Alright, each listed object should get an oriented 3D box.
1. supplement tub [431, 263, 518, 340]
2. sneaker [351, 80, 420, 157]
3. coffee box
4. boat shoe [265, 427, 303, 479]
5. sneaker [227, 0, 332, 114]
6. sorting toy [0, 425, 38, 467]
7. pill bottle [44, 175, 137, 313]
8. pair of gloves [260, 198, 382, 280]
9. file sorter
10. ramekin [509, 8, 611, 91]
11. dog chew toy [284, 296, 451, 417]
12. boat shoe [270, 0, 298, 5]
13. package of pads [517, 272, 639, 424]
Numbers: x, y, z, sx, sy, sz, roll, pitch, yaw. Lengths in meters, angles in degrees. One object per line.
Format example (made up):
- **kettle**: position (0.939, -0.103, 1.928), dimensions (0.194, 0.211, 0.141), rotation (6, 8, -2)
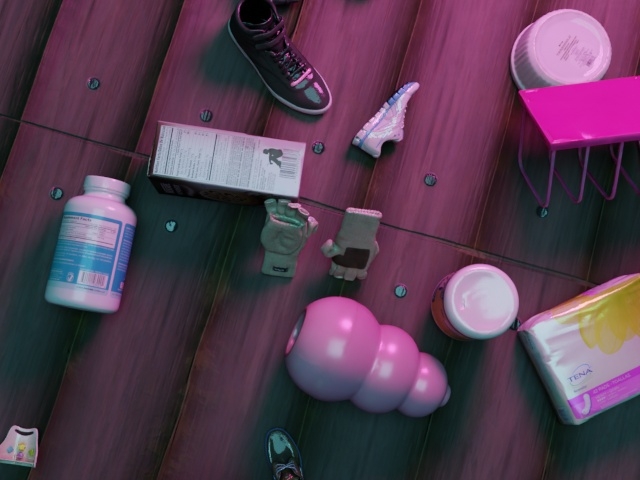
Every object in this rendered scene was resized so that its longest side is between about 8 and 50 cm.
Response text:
- **supplement tub**: position (0.300, 0.127, 1.663), dimensions (0.145, 0.199, 0.144), rotation (0, 82, -3)
- **sneaker**: position (0.155, -0.255, 1.783), dimensions (0.083, 0.071, 0.190), rotation (41, 91, -3)
- **coffee box**: position (-0.185, -0.145, 1.695), dimensions (0.297, 0.168, 0.118), rotation (8, 82, -1)
- **boat shoe**: position (-0.062, 0.464, 1.665), dimensions (0.066, 0.066, 0.183), rotation (-20, 84, -6)
- **sneaker**: position (-0.086, -0.388, 1.744), dimensions (0.104, 0.147, 0.295), rotation (-42, 87, -9)
- **sorting toy**: position (-0.596, 0.408, 1.663), dimensions (0.083, 0.045, 0.075), rotation (9, 74, -1)
- **pill bottle**: position (-0.452, 0.008, 1.671), dimensions (0.146, 0.146, 0.263), rotation (11, 81, -1)
- **pair of gloves**: position (0.000, 0.000, 1.685), dimensions (0.240, 0.204, 0.042), rotation (3, 46, 0)
- **file sorter**: position (0.569, -0.196, 1.706), dimensions (0.291, 0.182, 0.202), rotation (-7, 39, -3)
- **ramekin**: position (0.521, -0.396, 1.793), dimensions (0.207, 0.109, 0.207), rotation (0, 82, -3)
- **dog chew toy**: position (0.101, 0.244, 1.645), dimensions (0.332, 0.206, 0.206), rotation (24, 82, -7)
- **boat shoe**: position (-0.091, -0.669, 1.811), dimensions (0.119, 0.121, 0.334), rotation (0, 93, -11)
- **package of pads**: position (0.581, 0.214, 1.714), dimensions (0.297, 0.101, 0.229), rotation (-25, 84, -6)
